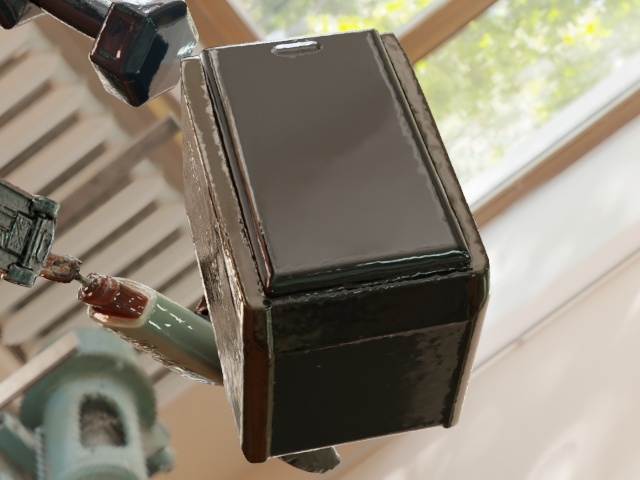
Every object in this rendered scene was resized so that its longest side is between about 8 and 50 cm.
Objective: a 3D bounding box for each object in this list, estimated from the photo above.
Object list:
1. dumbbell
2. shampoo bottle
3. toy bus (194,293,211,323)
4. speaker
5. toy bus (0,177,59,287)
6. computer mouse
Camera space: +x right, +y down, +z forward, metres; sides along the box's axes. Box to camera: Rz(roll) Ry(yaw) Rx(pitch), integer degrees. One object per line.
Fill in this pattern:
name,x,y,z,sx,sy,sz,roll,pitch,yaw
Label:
dumbbell,-0.323,-0.312,1.600,0.324,0.144,0.160,33,-18,21
shampoo bottle,-0.229,0.094,1.502,0.153,0.071,0.284,6,-26,47
toy bus,-0.034,0.031,1.641,0.162,0.386,0.171,31,22,11
speaker,0.000,0.000,0.789,0.193,0.153,0.231,95,-18,-48
toy bus,-0.311,-0.022,1.035,0.089,0.081,0.195,10,-12,26
computer mouse,-0.061,0.211,1.488,0.137,0.086,0.270,52,-7,37
